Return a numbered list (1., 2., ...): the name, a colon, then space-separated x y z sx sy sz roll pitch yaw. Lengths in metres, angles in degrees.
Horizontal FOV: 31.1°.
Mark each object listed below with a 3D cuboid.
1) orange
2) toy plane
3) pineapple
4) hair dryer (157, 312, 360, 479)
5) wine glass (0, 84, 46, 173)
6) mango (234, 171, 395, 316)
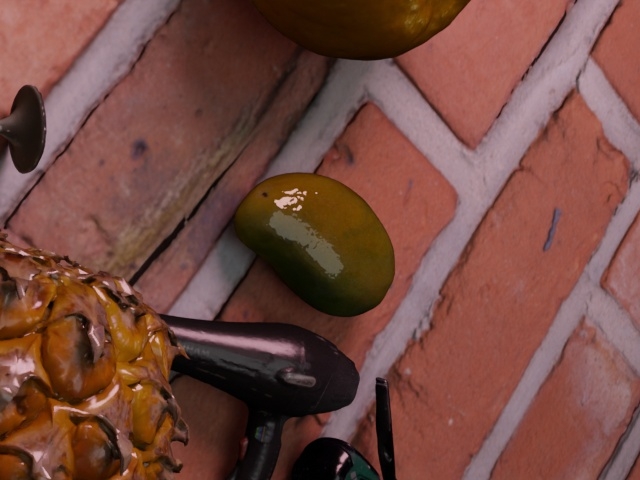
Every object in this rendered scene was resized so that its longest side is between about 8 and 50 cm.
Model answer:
1. orange: 0.044 -0.306 1.068 0.279 0.235 0.279 -40 159 -20
2. toy plane: 0.049 0.348 1.229 0.155 0.106 0.382 -23 102 -45
3. pineapple: -0.265 0.151 0.850 0.352 0.352 0.300 22 71 -35
4. hair dryer: -0.096 0.205 1.123 0.235 0.091 0.272 16 89 -27
5. wine glass: -0.326 -0.096 0.923 0.195 0.079 0.079 0 94 -37
6. mango: 0.003 -0.001 1.166 0.191 0.085 0.122 46 71 -31
